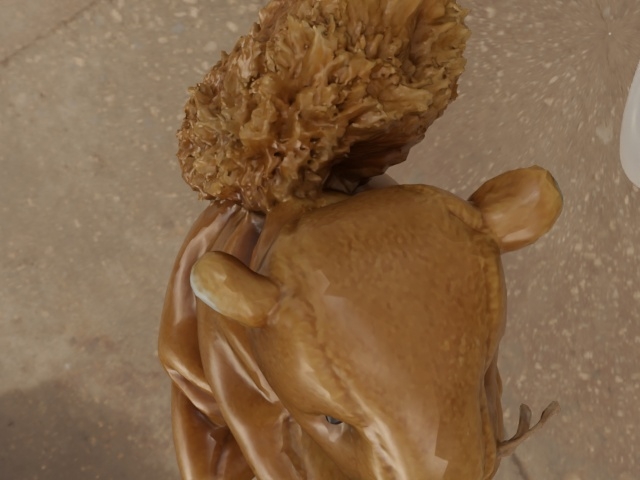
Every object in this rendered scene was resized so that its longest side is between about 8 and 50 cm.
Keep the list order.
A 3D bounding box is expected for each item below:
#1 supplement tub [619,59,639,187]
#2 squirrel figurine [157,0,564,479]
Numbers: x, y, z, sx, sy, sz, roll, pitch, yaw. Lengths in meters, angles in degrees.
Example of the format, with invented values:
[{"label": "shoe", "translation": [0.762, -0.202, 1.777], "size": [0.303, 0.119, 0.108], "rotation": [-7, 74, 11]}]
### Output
[{"label": "supplement tub", "translation": [0.439, -0.097, 0.678], "size": [0.325, 0.235, 0.235], "rotation": [27, 111, 30]}, {"label": "squirrel figurine", "translation": [0.000, 0.000, 0.567], "size": [0.281, 0.370, 0.396], "rotation": [-11, 83, -5]}]
